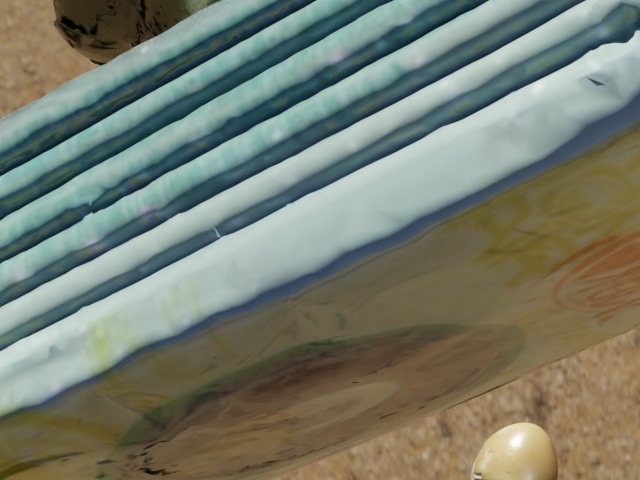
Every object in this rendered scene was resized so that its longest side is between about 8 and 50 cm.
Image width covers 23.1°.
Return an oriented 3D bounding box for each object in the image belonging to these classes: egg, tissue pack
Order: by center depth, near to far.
[{"bbox_3d":[0.000,0.000,0.721,0.388,0.287,0.162,-26,71,18],"label":"tissue pack"},{"bbox_3d":[0.161,0.192,1.300,0.071,0.071,0.083,12,80,21],"label":"egg"}]

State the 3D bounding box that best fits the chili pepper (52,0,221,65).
[{"bbox_3d":[-0.075,-0.219,1.156,0.248,0.256,0.233,-20,60,-29],"label":"chili pepper"}]
